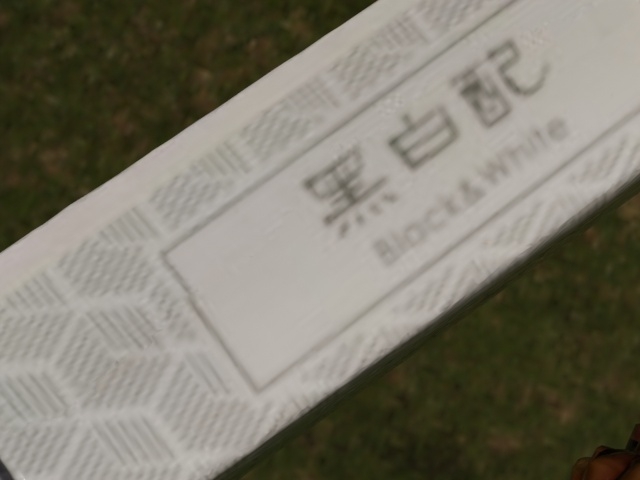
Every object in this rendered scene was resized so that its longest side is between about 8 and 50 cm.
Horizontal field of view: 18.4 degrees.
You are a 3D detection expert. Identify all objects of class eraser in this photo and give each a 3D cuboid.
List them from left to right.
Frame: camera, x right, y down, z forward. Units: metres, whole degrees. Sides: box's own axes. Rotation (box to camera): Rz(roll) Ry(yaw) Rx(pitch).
[{"bbox_3d":[0.000,0.000,0.632,0.096,0.404,0.098,53,171,7],"label":"eraser"}]

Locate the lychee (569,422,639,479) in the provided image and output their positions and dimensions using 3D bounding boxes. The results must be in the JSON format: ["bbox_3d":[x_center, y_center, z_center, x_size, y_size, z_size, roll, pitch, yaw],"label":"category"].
[{"bbox_3d":[0.168,0.152,0.613,0.236,0.236,0.271,-12,139,40],"label":"lychee"}]
